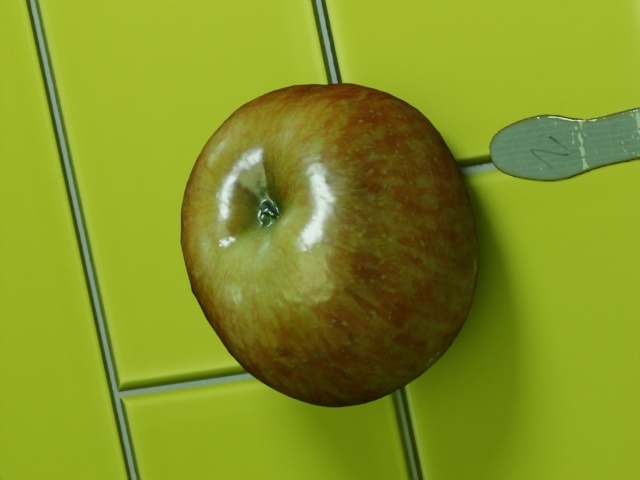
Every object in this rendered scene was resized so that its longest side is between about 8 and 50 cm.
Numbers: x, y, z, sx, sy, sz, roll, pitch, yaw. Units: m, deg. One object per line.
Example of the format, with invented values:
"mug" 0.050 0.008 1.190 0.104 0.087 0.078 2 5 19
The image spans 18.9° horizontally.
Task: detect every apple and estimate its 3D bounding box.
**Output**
"apple" 0.000 0.000 1.795 0.309 0.250 0.277 49 116 15

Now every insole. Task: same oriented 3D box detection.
"insole" 0.244 -0.091 1.794 0.188 0.004 0.064 -8 95 28
